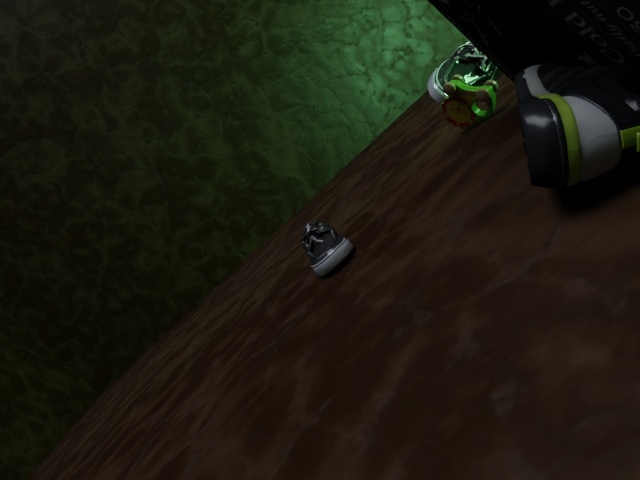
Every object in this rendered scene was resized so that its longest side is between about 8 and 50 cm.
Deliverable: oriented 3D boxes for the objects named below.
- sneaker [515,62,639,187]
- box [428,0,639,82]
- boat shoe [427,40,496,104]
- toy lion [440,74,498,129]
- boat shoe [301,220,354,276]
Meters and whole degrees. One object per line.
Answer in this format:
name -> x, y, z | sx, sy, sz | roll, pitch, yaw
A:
sneaker -> 0.220, -0.101, 0.373 | 0.097, 0.084, 0.235 | -9, 25, 27
box -> 0.198, -0.415, 0.429 | 0.297, 0.480, 0.472 | -47, 4, 20
boat shoe -> 0.363, -0.415, 1.057 | 0.306, 0.113, 0.105 | -38, -10, -32
toy lion -> 0.256, -0.234, 0.787 | 0.100, 0.096, 0.034 | 26, 63, 37
boat shoe -> 0.000, 0.000, 0.798 | 0.080, 0.076, 0.228 | -42, 8, 5
